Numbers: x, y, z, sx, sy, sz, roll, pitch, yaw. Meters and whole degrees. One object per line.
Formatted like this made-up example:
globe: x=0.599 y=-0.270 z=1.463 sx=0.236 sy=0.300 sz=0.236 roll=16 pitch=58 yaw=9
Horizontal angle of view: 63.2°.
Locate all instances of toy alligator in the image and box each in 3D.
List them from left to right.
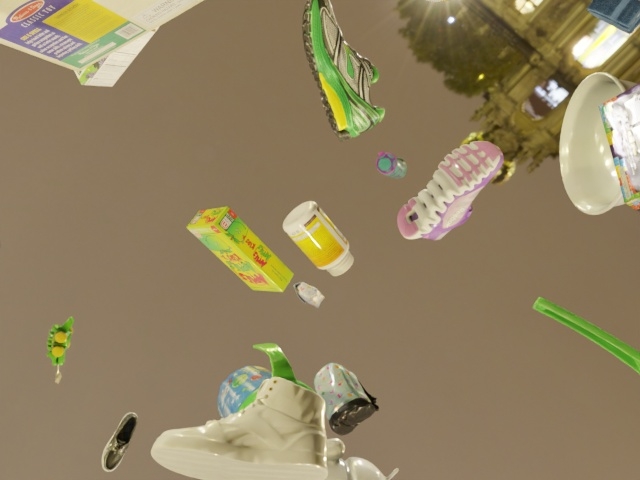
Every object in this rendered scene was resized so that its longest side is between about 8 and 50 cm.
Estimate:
toy alligator: x=-0.693 y=0.285 z=1.364 sx=0.052 sy=0.189 sz=0.056 roll=15 pitch=-171 yaw=-10

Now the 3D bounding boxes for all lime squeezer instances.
lime squeezer: x=0.327 y=0.172 z=0.480 sx=0.310 sy=0.110 sz=0.059 roll=66 pitch=-175 yaw=30

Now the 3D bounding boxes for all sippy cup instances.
sippy cup: x=-0.145 y=0.426 z=1.301 sx=0.240 sy=0.305 sz=0.224 roll=42 pitch=166 yaw=-30

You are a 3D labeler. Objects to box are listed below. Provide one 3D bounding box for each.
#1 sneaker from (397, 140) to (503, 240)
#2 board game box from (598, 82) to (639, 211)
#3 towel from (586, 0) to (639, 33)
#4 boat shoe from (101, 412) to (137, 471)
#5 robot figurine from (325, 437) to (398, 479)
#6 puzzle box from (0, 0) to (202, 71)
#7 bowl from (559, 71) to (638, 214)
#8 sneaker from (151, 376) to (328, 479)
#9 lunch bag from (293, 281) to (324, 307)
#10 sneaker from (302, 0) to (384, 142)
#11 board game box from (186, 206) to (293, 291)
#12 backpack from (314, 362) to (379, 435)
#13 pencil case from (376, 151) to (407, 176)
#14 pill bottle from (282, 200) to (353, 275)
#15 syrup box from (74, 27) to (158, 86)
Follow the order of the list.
sneaker: x=0.257 y=-0.084 z=0.989 sx=0.105 sy=0.236 sz=0.095 roll=22 pitch=-147 yaw=-35
board game box: x=0.466 y=-0.143 z=0.693 sx=0.048 sy=0.141 sz=0.170 roll=19 pitch=-120 yaw=-32
towel: x=0.672 y=-0.523 z=1.175 sx=0.119 sy=0.067 sz=0.029 roll=45 pitch=-152 yaw=25
boat shoe: x=-0.488 y=0.490 z=1.264 sx=0.049 sy=0.040 sz=0.142 roll=27 pitch=-112 yaw=-20
robot figurine: x=0.005 y=0.584 z=1.118 sx=0.354 sy=0.200 sz=0.299 roll=-7 pitch=-91 yaw=-4
puzzle box: x=-0.303 y=-0.374 z=0.709 sx=0.272 sy=0.409 sz=0.052 roll=0 pitch=-107 yaw=-68
bowl: x=0.636 y=-0.203 z=1.100 sx=0.134 sy=0.297 sz=0.297 roll=-1 pitch=-136 yaw=0
sneaker: x=-0.132 y=0.325 z=0.917 sx=0.293 sy=0.108 sz=0.169 roll=7 pitch=-138 yaw=-5
lunch bag: x=-0.040 y=0.169 z=1.635 sx=0.083 sy=0.053 sz=0.071 roll=25 pitch=164 yaw=31
sneaker: x=0.051 y=-0.422 z=1.249 sx=0.134 sy=0.147 sz=0.343 roll=-114 pitch=3 yaw=-70
board game box: x=-0.139 y=0.019 z=0.917 sx=0.181 sy=0.092 sz=0.043 roll=49 pitch=-122 yaw=-30
backpack: x=0.062 y=0.438 z=1.482 sx=0.115 sy=0.152 sz=0.182 roll=49 pitch=-172 yaw=-40
pencil case: x=0.215 y=-0.226 z=1.568 sx=0.152 sy=0.065 sz=0.070 roll=-4 pitch=-107 yaw=-70
pill bottle: x=0.000 y=0.000 z=1.471 sx=0.215 sy=0.117 sz=0.117 roll=49 pitch=-149 yaw=-23
syrup box: x=-0.508 y=-0.486 z=1.265 sx=0.096 sy=0.237 sz=0.093 roll=-20 pitch=-101 yaw=-56
